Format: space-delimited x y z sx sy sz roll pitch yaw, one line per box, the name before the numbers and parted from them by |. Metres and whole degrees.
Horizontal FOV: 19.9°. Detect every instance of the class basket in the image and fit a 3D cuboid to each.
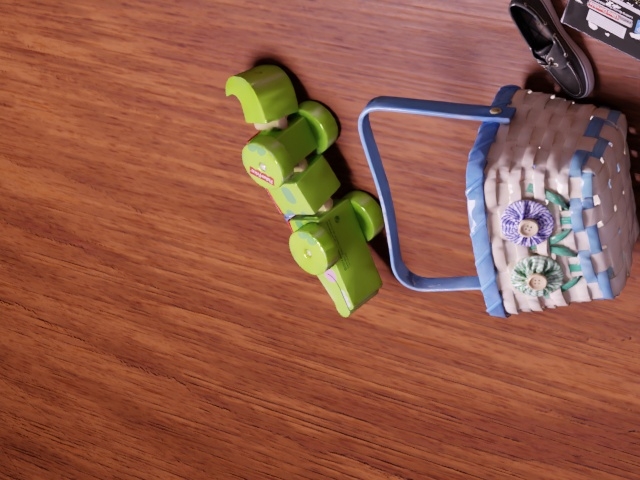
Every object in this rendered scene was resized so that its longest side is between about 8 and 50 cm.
basket | 0.196 -0.047 2.020 0.289 0.201 0.255 4 130 28

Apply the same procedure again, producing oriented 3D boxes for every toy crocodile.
toy crocodile | -0.019 -0.061 2.281 0.105 0.115 0.341 -1 123 50

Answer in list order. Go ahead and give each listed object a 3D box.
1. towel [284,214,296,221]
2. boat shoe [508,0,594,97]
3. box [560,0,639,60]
towel | 0.000 0.000 2.391 0.067 0.029 0.119 -17 114 50
boat shoe | 0.243 -0.207 1.955 0.049 0.040 0.142 -14 116 48
box | 0.404 -0.252 1.734 0.322 0.079 0.257 29 143 19
